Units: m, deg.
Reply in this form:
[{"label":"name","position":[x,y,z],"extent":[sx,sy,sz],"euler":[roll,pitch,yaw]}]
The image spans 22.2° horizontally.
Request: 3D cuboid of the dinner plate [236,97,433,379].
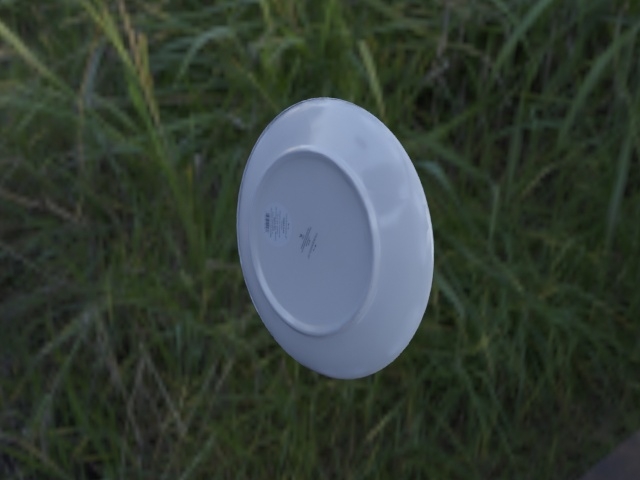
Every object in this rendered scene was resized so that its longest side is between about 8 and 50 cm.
[{"label":"dinner plate","position":[0.000,0.000,0.809],"extent":[0.017,0.141,0.141],"euler":[-7,40,-42]}]
